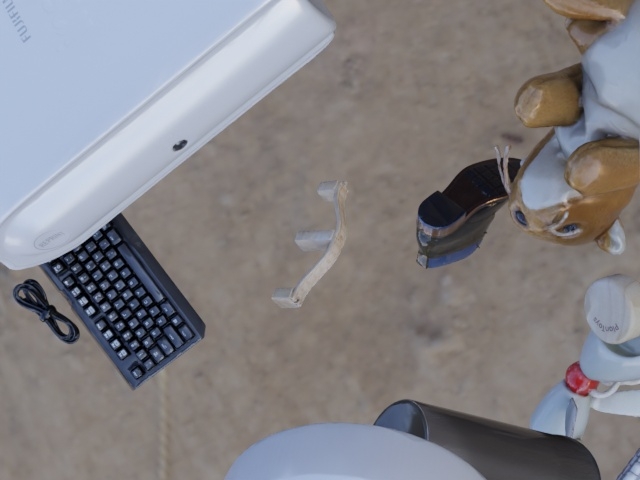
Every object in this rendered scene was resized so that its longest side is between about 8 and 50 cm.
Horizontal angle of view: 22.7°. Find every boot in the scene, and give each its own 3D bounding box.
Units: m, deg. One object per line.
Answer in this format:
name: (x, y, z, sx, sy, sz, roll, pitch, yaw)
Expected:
boot: (0.218, -0.042, 2.321, 0.082, 0.219, 0.106, 45, 147, 29)

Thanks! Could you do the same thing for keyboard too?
keyboard: (-0.183, 0.033, 1.252, 0.180, 0.108, 0.023, 53, -178, 2)

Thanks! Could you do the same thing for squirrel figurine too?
squirrel figurine: (0.403, -0.159, 2.021, 0.281, 0.397, 0.370, 40, 136, 20)

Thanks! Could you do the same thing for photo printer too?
photo printer: (-0.172, -0.148, 1.115, 0.307, 0.107, 0.256, -37, 64, 14)

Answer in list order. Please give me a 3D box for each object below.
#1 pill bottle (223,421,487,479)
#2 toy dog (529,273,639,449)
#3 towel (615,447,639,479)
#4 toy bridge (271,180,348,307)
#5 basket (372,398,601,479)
pill bottle: (-0.003, 0.217, 0.611, 0.162, 0.278, 0.162, 6, 135, 6)
toy dog: (0.388, 0.176, 1.991, 0.161, 0.220, 0.334, 58, 161, 32)
towel: (0.488, 0.411, 2.192, 0.235, 0.284, 0.121, 38, 172, 6)
toy bridge: (0.000, 0.000, 1.976, 0.063, 0.188, 0.026, -3, 141, 38)
basket: (0.175, 0.273, 1.852, 0.204, 0.226, 0.154, -14, 61, 55)
